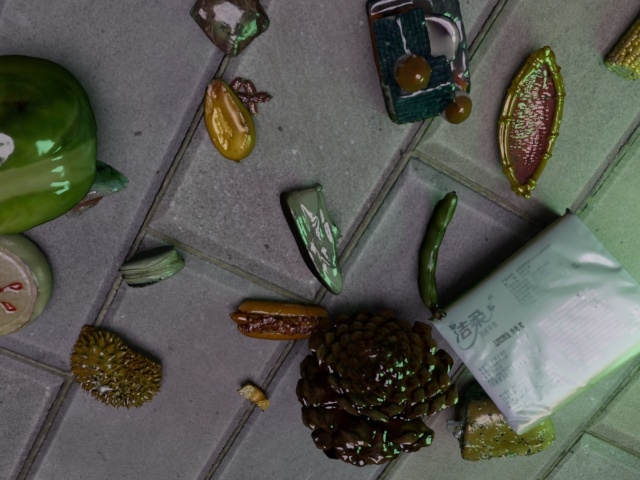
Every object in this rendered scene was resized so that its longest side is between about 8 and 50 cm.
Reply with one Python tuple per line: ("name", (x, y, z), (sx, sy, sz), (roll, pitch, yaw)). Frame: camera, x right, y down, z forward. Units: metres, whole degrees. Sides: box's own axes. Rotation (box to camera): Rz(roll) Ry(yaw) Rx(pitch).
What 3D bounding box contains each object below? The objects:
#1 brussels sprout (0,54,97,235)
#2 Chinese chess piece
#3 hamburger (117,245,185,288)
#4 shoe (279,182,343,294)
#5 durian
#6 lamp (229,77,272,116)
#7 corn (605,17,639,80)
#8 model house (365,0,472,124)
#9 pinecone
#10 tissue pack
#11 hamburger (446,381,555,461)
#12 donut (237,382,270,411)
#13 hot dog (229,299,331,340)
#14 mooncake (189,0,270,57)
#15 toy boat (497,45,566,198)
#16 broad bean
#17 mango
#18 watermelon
("brussels sprout", (-0.570, -0.172, 1.061), (0.314, 0.371, 0.276), (20, 140, 1))
("Chinese chess piece", (-0.725, 0.091, 1.297), (0.249, 0.103, 0.250), (-3, 111, -6))
("hamburger", (-0.373, 0.058, 1.302), (0.139, 0.133, 0.063), (-19, 105, -7))
("shoe", (0.000, 0.000, 1.334), (0.098, 0.103, 0.275), (-26, 115, -9))
("durian", (-0.492, 0.330, 1.407), (0.249, 0.138, 0.183), (38, 96, -24))
("lamp", (-0.150, -0.305, 1.228), (0.083, 0.031, 0.063), (42, 102, -15))
("corn", (0.705, -0.448, 1.219), (0.093, 0.093, 0.244), (30, 111, -16))
("model house", (0.204, -0.336, 1.114), (0.190, 0.301, 0.272), (-11, 114, 7))
("pinecone", (0.116, 0.367, 1.374), (0.384, 0.384, 0.385), (-2, 113, -5))
("tissue pack", (0.512, 0.184, 1.349), (0.405, 0.205, 0.332), (-41, 74, 13))
("hamburger", (0.465, 0.454, 1.527), (0.287, 0.168, 0.193), (-4, 115, -4))
("donut", (-0.166, 0.396, 1.500), (0.083, 0.067, 0.038), (42, 86, 14))
("hot dog", (-0.097, 0.198, 1.416), (0.249, 0.076, 0.102), (7, 116, -10))
("mooncake", (-0.174, -0.438, 1.148), (0.125, 0.073, 0.130), (-40, 112, 9))
("toy boat", (0.454, -0.255, 1.274), (0.140, 0.099, 0.318), (0, 110, -5))
("broad bean", (0.267, 0.030, 1.349), (0.049, 0.144, 0.292), (4, 96, -14))
("mango", (-0.191, -0.246, 1.225), (0.101, 0.066, 0.188), (-10, 117, 20))
("watermelon", (-0.516, -0.104, 1.257), (0.187, 0.071, 0.139), (13, 115, -11))
